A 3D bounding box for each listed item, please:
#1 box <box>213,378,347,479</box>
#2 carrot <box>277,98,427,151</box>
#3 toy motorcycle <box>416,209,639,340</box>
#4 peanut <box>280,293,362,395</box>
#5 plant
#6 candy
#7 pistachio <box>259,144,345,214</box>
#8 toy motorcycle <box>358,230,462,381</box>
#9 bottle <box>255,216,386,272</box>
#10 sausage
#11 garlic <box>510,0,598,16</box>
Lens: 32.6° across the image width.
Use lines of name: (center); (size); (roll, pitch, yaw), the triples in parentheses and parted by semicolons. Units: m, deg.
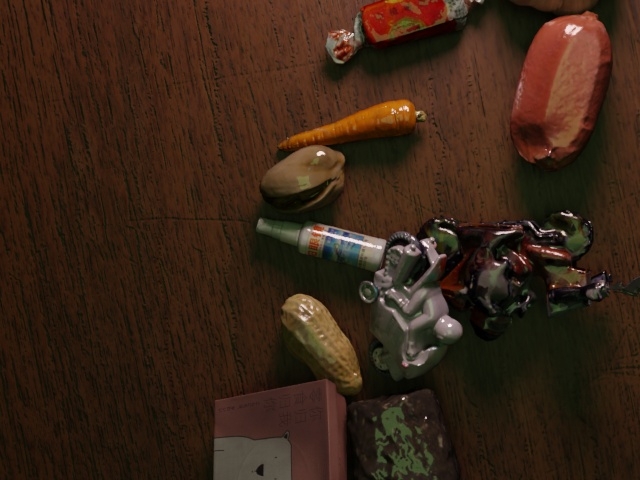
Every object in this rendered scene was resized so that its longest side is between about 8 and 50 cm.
box: (-0.063, 0.347, 1.759); (0.215, 0.086, 0.215); (-14, 61, 21)
carrot: (0.047, -0.187, 1.806); (0.257, 0.061, 0.061); (-10, 91, 11)
toy motorcycle: (0.348, 0.055, 1.722); (0.401, 0.134, 0.207); (-4, 92, 21)
peanut: (-0.001, 0.177, 1.809); (0.093, 0.083, 0.194); (-32, 89, 13)
plant: (0.146, 0.402, 1.755); (0.182, 0.194, 0.320); (-12, 84, 11)
candy: (0.146, -0.363, 1.784); (0.292, 0.059, 0.086); (-16, 86, 7)
pistachio: (-0.029, -0.100, 1.797); (0.149, 0.113, 0.113); (-14, 90, 15)
toy motorcycle: (0.155, 0.120, 1.751); (0.171, 0.110, 0.260); (24, 117, 33)
bottle: (0.000, 0.000, 1.817); (0.217, 0.060, 0.060); (15, 94, 8)
sausage: (0.377, -0.238, 1.719); (0.148, 0.148, 0.254); (20, 102, 6)
garlic: (0.370, -0.463, 1.707); (0.228, 0.152, 0.227); (2, 98, 10)
